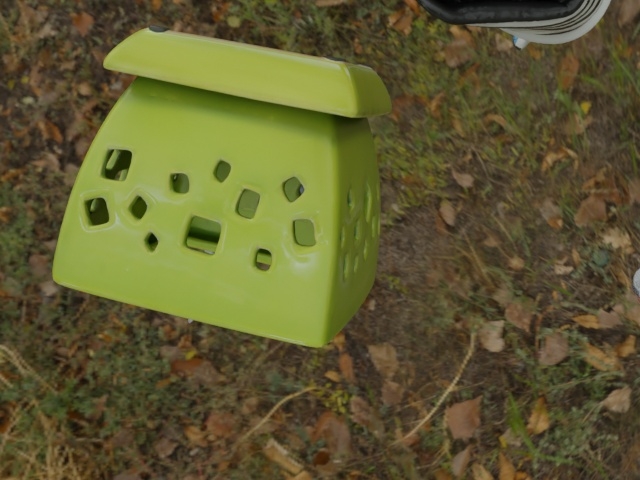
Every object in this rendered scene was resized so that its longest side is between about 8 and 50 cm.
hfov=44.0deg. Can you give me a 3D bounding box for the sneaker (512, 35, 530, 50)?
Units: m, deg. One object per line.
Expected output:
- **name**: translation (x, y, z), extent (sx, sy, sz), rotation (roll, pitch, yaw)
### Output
- **sneaker**: translation (0.368, -0.347, 1.172), extent (0.083, 0.071, 0.191), rotation (44, 102, 0)

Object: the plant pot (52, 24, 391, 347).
- **plant pot**: translation (-0.060, -0.058, 0.663), extent (0.227, 0.228, 0.207), rotation (13, 103, 10)

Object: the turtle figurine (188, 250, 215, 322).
- **turtle figurine**: translation (-0.106, -0.034, 1.334), extent (0.266, 0.198, 0.275), rotation (-54, 38, 38)

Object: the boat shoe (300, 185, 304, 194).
- **boat shoe**: translation (0.000, 0.000, 1.138), extent (0.079, 0.254, 0.095), rotation (-7, 40, 27)

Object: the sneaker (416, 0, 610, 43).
- **sneaker**: translation (0.079, -0.333, 0.800), extent (0.447, 0.257, 0.169), rotation (25, 109, 14)

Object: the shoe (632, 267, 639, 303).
- **shoe**: translation (0.473, 0.055, 0.951), extent (0.178, 0.081, 0.063), rotation (-13, 48, 22)
